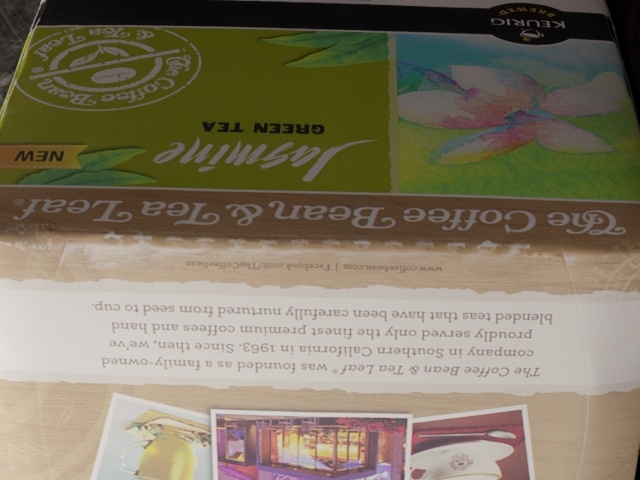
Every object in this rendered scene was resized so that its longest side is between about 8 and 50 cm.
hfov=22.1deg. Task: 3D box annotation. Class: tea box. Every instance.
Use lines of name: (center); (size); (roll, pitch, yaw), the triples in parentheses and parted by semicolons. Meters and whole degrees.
tea box: (0.000, 0.000, 0.913); (0.323, 0.329, 0.220); (-89, 0, -55)
